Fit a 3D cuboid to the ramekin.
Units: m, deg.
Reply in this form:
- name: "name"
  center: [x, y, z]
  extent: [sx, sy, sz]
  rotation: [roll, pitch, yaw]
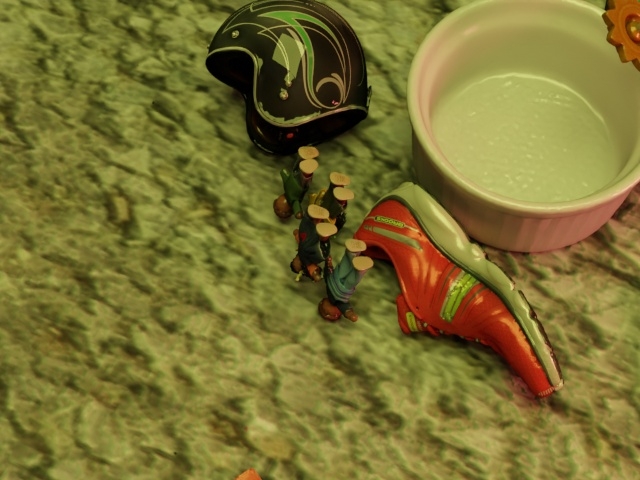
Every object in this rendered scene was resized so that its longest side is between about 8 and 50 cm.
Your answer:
- name: "ramekin"
  center: [0.227, -0.122, 1.311]
  extent: [0.277, 0.135, 0.277]
  rotation: [0, 63, -1]

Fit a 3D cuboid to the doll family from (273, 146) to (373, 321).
- name: "doll family"
  center: [0.000, 0.000, 1.265]
  extent: [0.076, 0.111, 0.193]
  rotation: [7, 51, -21]

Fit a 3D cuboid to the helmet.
- name: "helmet"
  center: [-0.036, -0.191, 1.330]
  extent: [0.169, 0.169, 0.162]
  rotation: [-19, 81, -10]

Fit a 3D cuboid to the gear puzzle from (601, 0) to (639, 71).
- name: "gear puzzle"
  center: [0.408, -0.146, 1.263]
  extent: [0.338, 0.044, 0.176]
  rotation: [28, 61, -27]

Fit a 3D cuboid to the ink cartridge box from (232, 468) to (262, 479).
- name: "ink cartridge box"
  center: [-0.079, 0.349, 1.108]
  extent: [0.189, 0.066, 0.232]
  rotation: [-32, 71, -11]

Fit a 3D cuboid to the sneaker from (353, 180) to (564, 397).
- name: "sneaker"
  center: [0.140, 0.067, 1.251]
  extent: [0.118, 0.107, 0.279]
  rotation: [-41, 66, 1]

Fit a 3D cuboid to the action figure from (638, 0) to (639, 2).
- name: "action figure"
  center: [0.393, -0.201, 1.335]
  extent: [0.137, 0.063, 0.232]
  rotation: [-26, 99, -13]

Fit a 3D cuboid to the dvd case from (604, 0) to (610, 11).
- name: "dvd case"
  center: [0.442, -0.318, 1.476]
  extent: [0.164, 0.018, 0.221]
  rotation: [15, 65, 8]
